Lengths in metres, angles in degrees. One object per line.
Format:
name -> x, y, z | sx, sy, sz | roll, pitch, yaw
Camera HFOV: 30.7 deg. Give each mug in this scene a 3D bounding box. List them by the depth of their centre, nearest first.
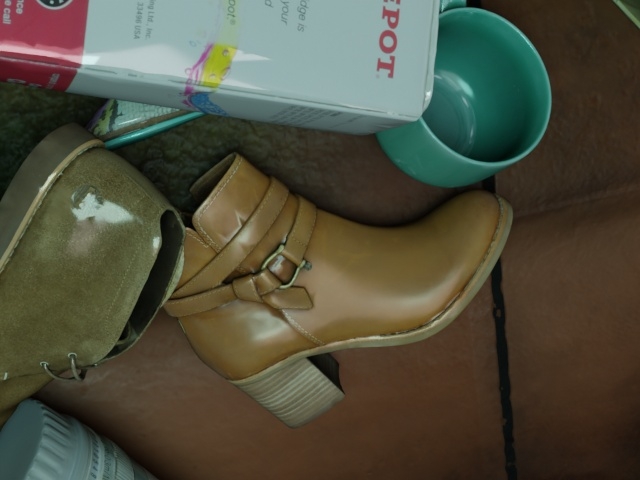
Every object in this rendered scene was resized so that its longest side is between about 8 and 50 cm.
mug -> 0.109, -0.120, 0.941 | 0.129, 0.097, 0.157 | 27, 68, -15

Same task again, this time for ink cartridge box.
ink cartridge box -> -0.078, -0.204, 0.809 | 0.306, 0.131, 0.226 | 8, 87, -19

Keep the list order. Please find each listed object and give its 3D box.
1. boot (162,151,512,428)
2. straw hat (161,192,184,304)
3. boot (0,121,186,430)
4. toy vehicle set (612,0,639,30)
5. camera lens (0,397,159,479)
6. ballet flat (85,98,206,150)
boot -> 0.000, 0.000, 0.970 | 0.283, 0.109, 0.220 | -38, 112, 9
straw hat -> -0.183, 0.007, 0.895 | 0.145, 0.061, 0.144 | 5, 108, 16
boot -> -0.202, 0.075, 0.830 | 0.115, 0.112, 0.305 | 34, 111, 7
toy vehicle set -> 0.275, -0.188, 0.874 | 0.166, 0.267, 0.035 | 38, 98, -26
camera lens -> -0.195, 0.287, 0.947 | 0.219, 0.219, 0.274 | -42, 115, 3
ballet flat -> -0.087, -0.127, 0.908 | 0.222, 0.077, 0.079 | -15, 95, -15
